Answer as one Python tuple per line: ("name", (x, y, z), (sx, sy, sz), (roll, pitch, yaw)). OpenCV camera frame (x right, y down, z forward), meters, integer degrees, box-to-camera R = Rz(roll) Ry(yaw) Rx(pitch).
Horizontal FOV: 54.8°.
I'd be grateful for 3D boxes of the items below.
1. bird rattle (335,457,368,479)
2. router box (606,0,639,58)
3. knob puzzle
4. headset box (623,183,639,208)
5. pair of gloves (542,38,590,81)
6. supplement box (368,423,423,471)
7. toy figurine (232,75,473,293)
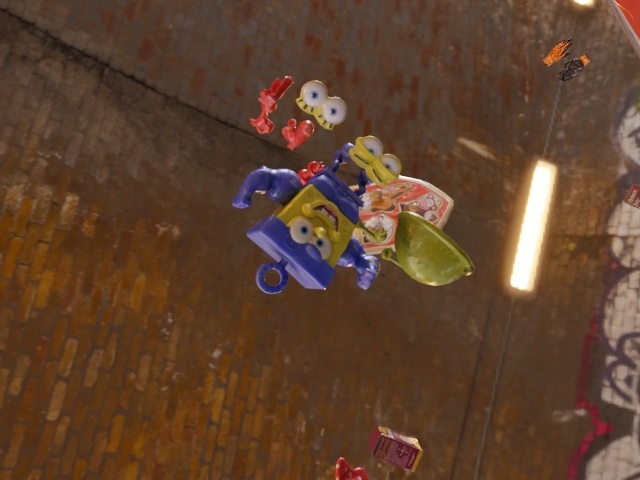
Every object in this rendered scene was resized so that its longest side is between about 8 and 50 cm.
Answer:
("bird rattle", (0.097, 0.456, 0.927), (0.207, 0.253, 0.143), (36, -98, -19))
("router box", (0.338, -0.288, 0.655), (0.336, 0.082, 0.301), (10, -124, -53))
("knob puzzle", (0.142, -0.057, 1.113), (0.213, 0.213, 0.030), (-59, -29, -33))
("headset box", (0.493, -0.054, 0.911), (0.062, 0.083, 0.032), (5, -67, -51))
("pair of gloves", (0.542, -0.398, 1.362), (0.083, 0.074, 0.010), (55, -147, 14))
("supplement box", (0.133, 0.369, 1.102), (0.083, 0.055, 0.043), (23, -87, -5))
("toy figurine", (0.000, 0.000, 0.793), (0.362, 0.191, 0.217), (44, -116, -16))
